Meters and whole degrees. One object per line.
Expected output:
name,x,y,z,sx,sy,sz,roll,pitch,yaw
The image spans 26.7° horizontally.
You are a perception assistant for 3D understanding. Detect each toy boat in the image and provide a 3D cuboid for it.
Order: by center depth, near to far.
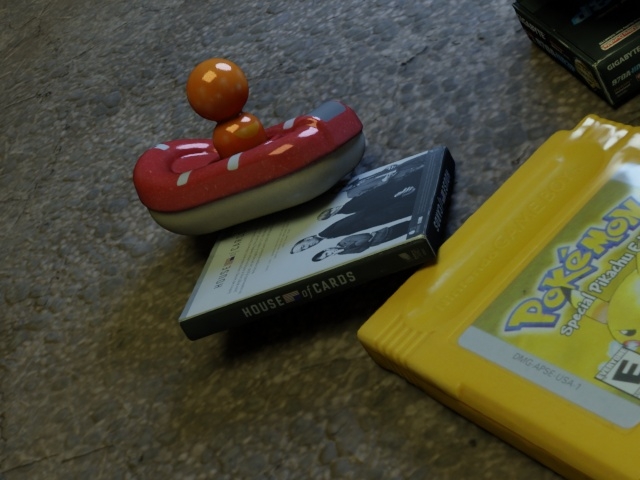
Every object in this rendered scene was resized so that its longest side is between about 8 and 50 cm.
toy boat,-0.082,-0.101,1.290,0.231,0.151,0.151,-17,13,31

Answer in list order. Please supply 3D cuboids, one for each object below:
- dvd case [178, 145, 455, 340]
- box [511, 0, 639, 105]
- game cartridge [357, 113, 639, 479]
dvd case,0.000,0.000,1.207,0.238,0.030,0.179,-20,23,21
box,0.311,-0.233,1.249,0.220,0.051,0.175,-33,34,1
game cartridge,0.217,0.036,1.007,0.285,0.053,0.323,-44,37,-15
